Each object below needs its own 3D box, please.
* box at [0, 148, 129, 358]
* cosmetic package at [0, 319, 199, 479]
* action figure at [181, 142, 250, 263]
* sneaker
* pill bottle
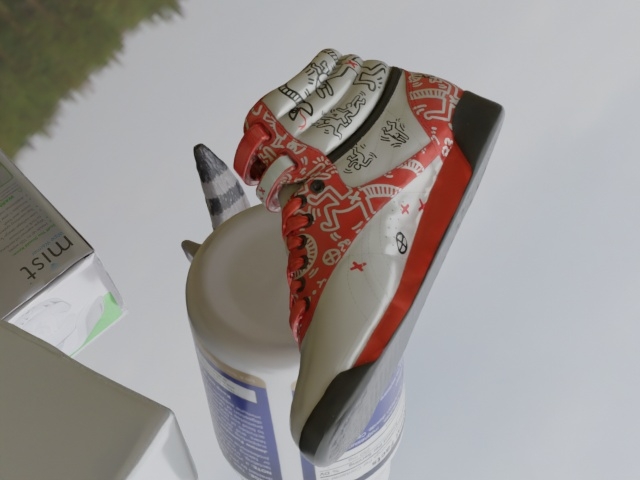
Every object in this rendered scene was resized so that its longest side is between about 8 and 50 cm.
[{"bbox_3d":[-0.350,0.048,1.399,0.262,0.231,0.127,-40,151,-13],"label":"box"},{"bbox_3d":[-0.295,0.277,1.029,0.453,0.230,0.161,-59,163,-22],"label":"cosmetic package"},{"bbox_3d":[-0.014,0.031,1.487,0.341,0.178,0.330,-54,155,-34],"label":"action figure"},{"bbox_3d":[0.000,0.000,0.954,0.090,0.145,0.270,96,19,-62],"label":"sneaker"},{"bbox_3d":[-0.012,0.104,1.175,0.153,0.153,0.264,-54,156,-31],"label":"pill bottle"}]
